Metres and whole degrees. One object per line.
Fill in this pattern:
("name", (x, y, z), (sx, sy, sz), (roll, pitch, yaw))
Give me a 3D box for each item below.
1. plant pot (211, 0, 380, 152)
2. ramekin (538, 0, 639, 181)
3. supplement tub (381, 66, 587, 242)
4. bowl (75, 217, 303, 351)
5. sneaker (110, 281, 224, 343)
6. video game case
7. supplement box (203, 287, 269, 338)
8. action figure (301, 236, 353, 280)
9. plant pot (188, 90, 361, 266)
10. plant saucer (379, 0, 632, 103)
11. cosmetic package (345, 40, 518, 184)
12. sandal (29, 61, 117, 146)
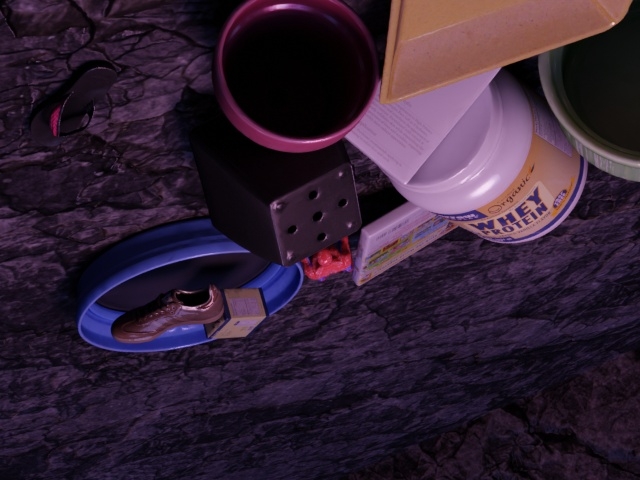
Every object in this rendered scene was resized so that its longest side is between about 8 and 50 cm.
("plant pot", (-0.040, -0.197, 1.751), (0.201, 0.201, 0.180), (-12, 172, -11))
("ramekin", (0.445, -0.224, 1.874), (0.303, 0.303, 0.148), (-19, 165, 5))
("supplement tub", (0.225, -0.133, 2.005), (0.228, 0.228, 0.316), (-28, 155, 25))
("bowl", (-0.225, 0.076, 2.366), (0.391, 0.077, 0.391), (-14, 157, -6))
("sneaker", (-0.252, 0.109, 2.267), (0.188, 0.066, 0.071), (-15, 137, -8))
("video game case", (0.158, -0.025, 2.380), (0.227, 0.026, 0.206), (-31, 161, -16))
("supplement box", (-0.145, 0.123, 2.354), (0.083, 0.056, 0.083), (-1, 152, -33))
("action figure", (0.000, 0.000, 2.355), (0.091, 0.139, 0.280), (-21, 179, 1))
("plant pot", (-0.045, -0.076, 1.901), (0.187, 0.167, 0.188), (-27, 138, -16))
("plant saucer", (0.216, -0.303, 1.609), (0.332, 0.081, 0.333), (-19, 164, -7))
("cosmetic package", (0.136, -0.196, 1.804), (0.231, 0.117, 0.085), (-50, -176, 4))
("sandal", (-0.319, -0.165, 1.797), (0.067, 0.040, 0.179), (3, 150, -39))
